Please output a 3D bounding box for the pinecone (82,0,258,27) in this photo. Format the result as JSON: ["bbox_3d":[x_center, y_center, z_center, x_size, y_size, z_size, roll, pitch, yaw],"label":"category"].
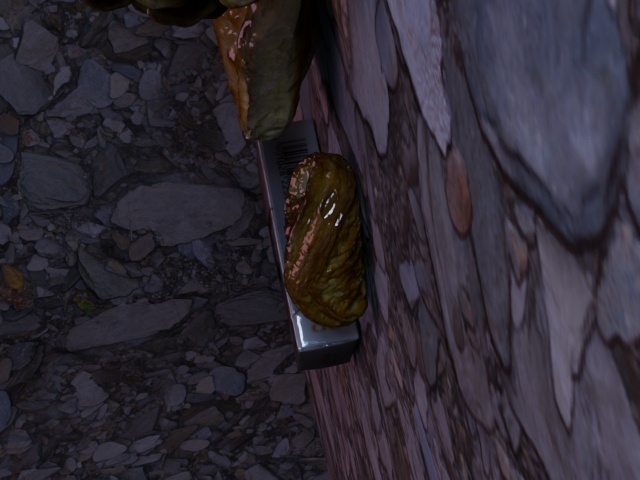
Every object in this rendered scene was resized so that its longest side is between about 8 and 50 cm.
[{"bbox_3d":[-0.073,-0.199,0.513,0.186,0.168,0.212,-58,21,10],"label":"pinecone"}]

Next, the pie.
[{"bbox_3d":[-0.045,-0.183,0.791,0.205,0.084,0.179,89,168,-57],"label":"pie"}]

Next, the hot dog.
[{"bbox_3d":[0.002,0.001,0.790,0.099,0.065,0.147,-92,-6,-48],"label":"hot dog"}]

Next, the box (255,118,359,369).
[{"bbox_3d":[-0.017,0.010,1.049,0.149,0.067,0.233,89,170,-76],"label":"box"}]
